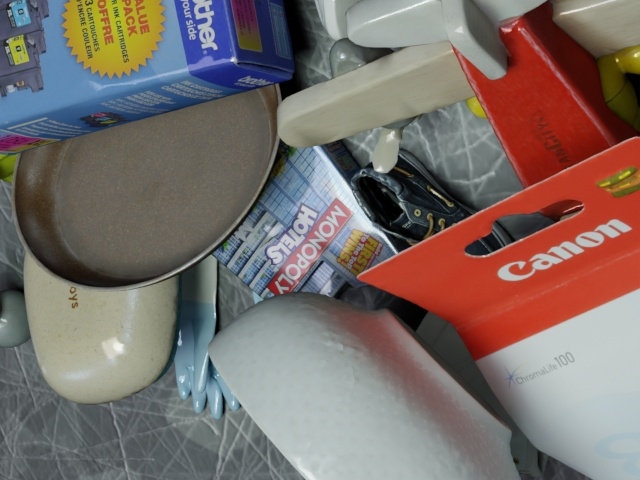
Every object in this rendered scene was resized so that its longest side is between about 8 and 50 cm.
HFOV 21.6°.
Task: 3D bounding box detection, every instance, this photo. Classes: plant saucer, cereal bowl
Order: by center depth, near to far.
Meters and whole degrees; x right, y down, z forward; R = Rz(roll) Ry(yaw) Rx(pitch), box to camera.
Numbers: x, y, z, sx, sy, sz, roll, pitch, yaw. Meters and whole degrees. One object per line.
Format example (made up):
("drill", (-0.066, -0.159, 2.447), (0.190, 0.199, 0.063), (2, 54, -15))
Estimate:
("cereal bowl", (0.066, 0.164, 1.489), (0.339, 0.339, 0.141), (45, 93, 8))
("plant saucer", (-0.169, -0.081, 1.690), (0.310, 0.050, 0.311), (-12, 59, 21))

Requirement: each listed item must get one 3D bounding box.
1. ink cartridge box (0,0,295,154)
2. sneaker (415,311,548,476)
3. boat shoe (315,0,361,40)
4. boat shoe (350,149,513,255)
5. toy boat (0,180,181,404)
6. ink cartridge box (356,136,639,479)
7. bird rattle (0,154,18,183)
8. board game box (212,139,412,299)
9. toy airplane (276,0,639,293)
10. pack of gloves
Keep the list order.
("ink cartridge box", (-0.191, -0.259, 1.620), (0.395, 0.151, 0.270), (-13, 86, 20))
("sneaker", (0.136, 0.213, 1.683), (0.169, 0.108, 0.292), (32, 117, 18))
("boat shoe", (0.004, -0.283, 1.613), (0.063, 0.066, 0.184), (4, 110, 37))
("boat shoe", (0.108, -0.011, 1.635), (0.183, 0.083, 0.065), (41, 120, 10))
("toy boat", (-0.274, 0.055, 1.823), (0.318, 0.148, 0.267), (-13, 71, 31))
("ink cartridge box", (0.269, 0.082, 1.431), (0.385, 0.091, 0.308), (29, 139, -36))
("bird rattle", (-0.378, -0.147, 1.849), (0.253, 0.143, 0.207), (32, 107, 29))
("board game box", (0.000, 0.000, 1.699), (0.194, 0.060, 0.194), (41, 112, 8))
("toy airplane", (0.184, -0.166, 1.435), (0.386, 0.272, 0.384), (16, 139, -6))
("pack of gloves", (-0.090, 0.093, 1.796), (0.195, 0.046, 0.232), (1, 107, 28))
